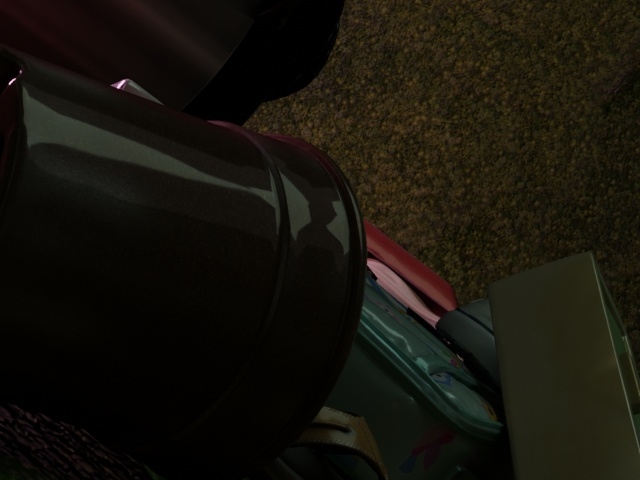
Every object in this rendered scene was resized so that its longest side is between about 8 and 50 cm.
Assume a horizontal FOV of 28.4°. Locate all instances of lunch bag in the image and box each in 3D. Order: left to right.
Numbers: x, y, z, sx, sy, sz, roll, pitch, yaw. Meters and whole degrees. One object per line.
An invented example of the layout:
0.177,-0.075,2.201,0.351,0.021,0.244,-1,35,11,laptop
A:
0.053,0.114,0.955,0.224,0.108,0.279,39,3,25,lunch bag

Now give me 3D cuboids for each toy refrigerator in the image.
0.188,0.139,0.880,0.269,0.094,0.102,-89,154,-50,toy refrigerator

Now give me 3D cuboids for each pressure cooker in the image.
-0.201,-0.248,1.139,0.420,0.375,0.370,36,19,-35,pressure cooker

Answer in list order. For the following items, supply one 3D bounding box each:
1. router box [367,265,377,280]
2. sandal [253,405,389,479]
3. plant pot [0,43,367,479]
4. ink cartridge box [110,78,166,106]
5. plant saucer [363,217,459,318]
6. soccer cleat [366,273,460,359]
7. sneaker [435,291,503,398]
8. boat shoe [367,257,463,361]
0.000,0.000,1.336,0.122,0.038,0.092,52,-7,-19,router box
-0.008,0.113,0.729,0.219,0.060,0.090,40,4,32,sandal
-0.096,0.006,0.525,0.165,0.167,0.167,23,12,-43,plant pot
-0.158,-0.059,0.770,0.261,0.066,0.296,36,-10,-18,ink cartridge box
0.057,0.041,1.737,0.259,0.048,0.258,38,-21,-5,plant saucer
-0.001,0.064,1.222,0.331,0.116,0.143,43,-7,-15,soccer cleat
0.163,0.079,1.140,0.094,0.091,0.258,51,3,-2,sneaker
0.125,0.145,1.567,0.302,0.109,0.098,41,42,16,boat shoe
